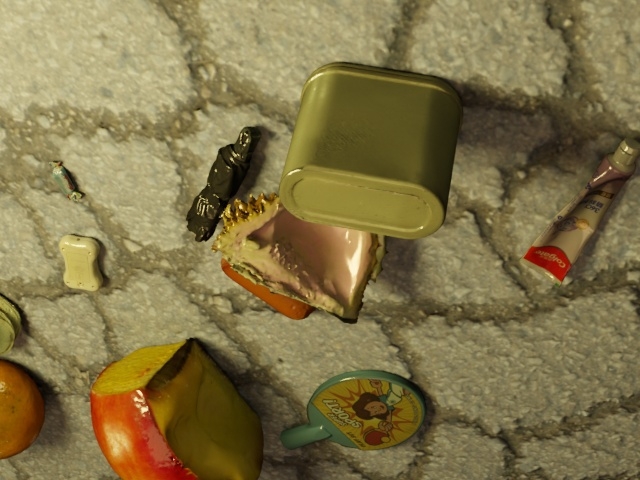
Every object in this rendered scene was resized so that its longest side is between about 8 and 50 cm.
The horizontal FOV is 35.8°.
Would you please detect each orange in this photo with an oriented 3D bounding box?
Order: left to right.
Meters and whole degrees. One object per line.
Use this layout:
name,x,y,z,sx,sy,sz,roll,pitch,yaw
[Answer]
orange,-0.689,0.354,2.047,0.240,0.171,0.240,6,130,8

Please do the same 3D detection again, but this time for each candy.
candy,-0.435,-0.101,1.689,0.030,0.020,0.083,-6,127,18

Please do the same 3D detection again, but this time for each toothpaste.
toothpaste,0.407,-0.042,1.534,0.075,0.048,0.301,17,135,-8

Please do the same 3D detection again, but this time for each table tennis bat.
table tennis bat,0.057,0.352,1.967,0.329,0.044,0.215,-26,122,29

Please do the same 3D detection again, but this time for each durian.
durian,-0.003,-0.013,1.591,0.305,0.185,0.196,32,111,-21

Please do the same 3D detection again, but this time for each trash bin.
trash bin,0.075,-0.128,1.398,0.243,0.247,0.121,9,134,3

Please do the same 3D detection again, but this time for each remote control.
remote control,-0.436,0.041,1.806,0.074,0.032,0.122,10,133,4

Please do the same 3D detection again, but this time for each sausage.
sausage,-0.086,0.072,1.727,0.197,0.076,0.076,37,128,-21

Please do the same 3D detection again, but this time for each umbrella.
umbrella,-0.159,-0.096,1.607,0.066,0.059,0.236,52,132,24

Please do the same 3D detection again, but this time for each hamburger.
hamburger,-0.654,0.161,1.943,0.133,0.062,0.140,25,134,-4

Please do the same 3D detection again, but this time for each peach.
peach,-0.290,0.358,1.883,0.242,0.306,0.380,-17,131,17
